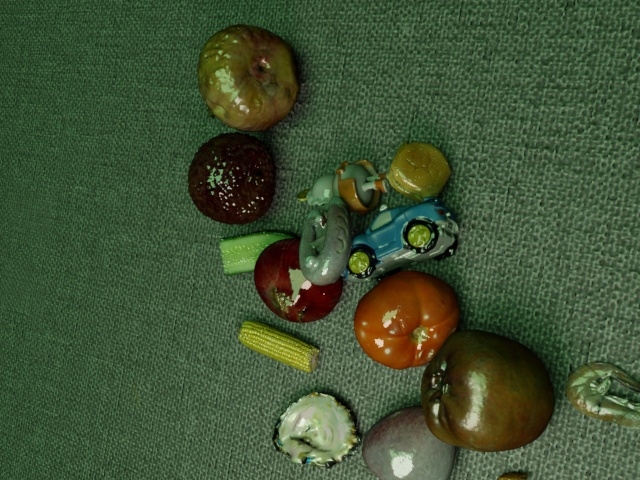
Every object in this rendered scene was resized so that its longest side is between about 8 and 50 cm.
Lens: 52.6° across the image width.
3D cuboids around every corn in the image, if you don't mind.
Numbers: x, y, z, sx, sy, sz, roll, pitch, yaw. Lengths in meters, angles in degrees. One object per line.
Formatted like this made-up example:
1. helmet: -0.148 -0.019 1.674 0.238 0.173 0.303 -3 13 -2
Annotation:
1. corn: -0.118 0.285 1.774 0.248 0.081 0.081 18 96 26

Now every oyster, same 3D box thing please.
1. oyster: -0.019 0.514 1.719 0.259 0.092 0.198 -32 75 13

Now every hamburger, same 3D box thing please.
1. hamburger: 0.241 -0.172 1.581 0.147 0.083 0.138 32 66 0

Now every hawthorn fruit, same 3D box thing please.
1. hawthorn fruit: 0.384 0.338 1.429 0.268 0.300 0.268 -173 90 -71

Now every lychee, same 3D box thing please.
1. lychee: -0.241 -0.167 1.749 0.260 0.260 0.261 -1 88 26

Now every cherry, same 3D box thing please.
1. cherry: 0.211 0.511 1.546 0.213 0.183 0.266 46 104 9

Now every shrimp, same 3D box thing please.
1. shrimp: 0.653 0.339 1.412 0.223 0.047 0.126 13 84 27

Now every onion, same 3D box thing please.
1. onion: -0.063 0.108 1.702 0.248 0.161 0.248 1 92 17

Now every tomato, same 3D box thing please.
1. tomato: 0.200 0.181 1.545 0.260 0.260 0.180 -58 35 13

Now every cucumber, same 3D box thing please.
1. cucumber: -0.164 0.023 1.810 0.243 0.063 0.115 -8 109 21

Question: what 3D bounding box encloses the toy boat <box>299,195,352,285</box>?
1. toy boat: 0.000 0.000 1.562 0.155 0.085 0.227 -27 49 40

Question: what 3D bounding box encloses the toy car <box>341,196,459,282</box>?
1. toy car: 0.180 -0.001 1.576 0.314 0.198 0.166 -26 69 24

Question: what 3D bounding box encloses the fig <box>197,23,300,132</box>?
1. fig: -0.239 -0.424 1.787 0.368 0.286 0.286 -8 84 52

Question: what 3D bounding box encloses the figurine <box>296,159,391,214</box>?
1. figurine: 0.056 -0.136 1.670 0.271 0.143 0.143 7 92 25

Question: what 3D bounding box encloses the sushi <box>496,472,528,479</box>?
1. sushi: 0.439 0.568 1.510 0.099 0.047 0.050 -47 57 36
